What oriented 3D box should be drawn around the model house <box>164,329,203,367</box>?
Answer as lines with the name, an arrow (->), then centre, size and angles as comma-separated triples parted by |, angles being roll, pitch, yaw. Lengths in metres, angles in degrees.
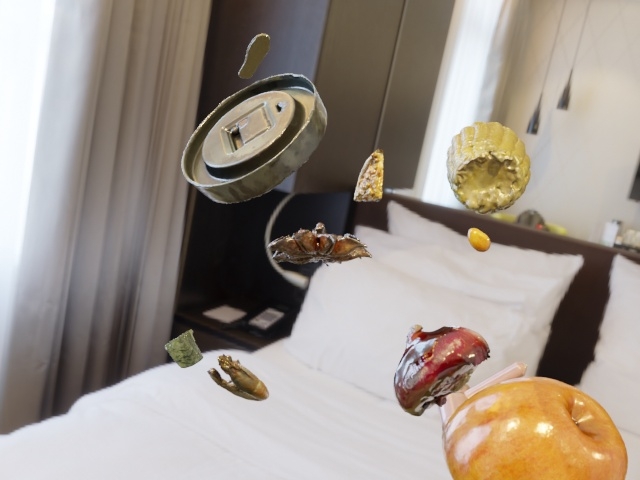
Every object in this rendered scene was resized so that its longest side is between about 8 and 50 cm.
model house -> -0.340, 0.278, 1.709 | 0.083, 0.079, 0.066 | 57, 19, 4

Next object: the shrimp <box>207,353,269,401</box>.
shrimp -> -0.211, 0.329, 1.624 | 0.144, 0.052, 0.251 | 4, -37, 21

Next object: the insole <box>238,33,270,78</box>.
insole -> -0.189, -0.526, 1.950 | 0.063, 0.010, 0.192 | -2, -23, -28

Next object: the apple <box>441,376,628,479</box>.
apple -> 0.387, 0.385, 1.228 | 0.299, 0.275, 0.299 | 39, 24, -21

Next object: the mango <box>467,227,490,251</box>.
mango -> 0.502, -0.002, 2.161 | 0.089, 0.060, 0.046 | 54, 3, -3

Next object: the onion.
onion -> 0.279, 0.304, 1.708 | 0.272, 0.272, 0.195 | -2, 49, -53

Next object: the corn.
corn -> 0.258, -0.116, 1.057 | 0.131, 0.131, 0.344 | 13, 15, 7

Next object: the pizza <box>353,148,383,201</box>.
pizza -> 0.136, -0.156, 1.874 | 0.041, 0.178, 0.130 | 6, 52, -22

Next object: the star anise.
star anise -> 0.000, 0.000, 1.671 | 0.272, 0.102, 0.272 | 0, -15, 0

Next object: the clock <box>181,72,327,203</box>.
clock -> -0.131, -0.203, 1.339 | 0.313, 0.312, 0.061 | 23, -23, 47

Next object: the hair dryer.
hair dryer -> 0.555, 0.521, 2.310 | 0.125, 0.352, 0.210 | 47, 19, -16
